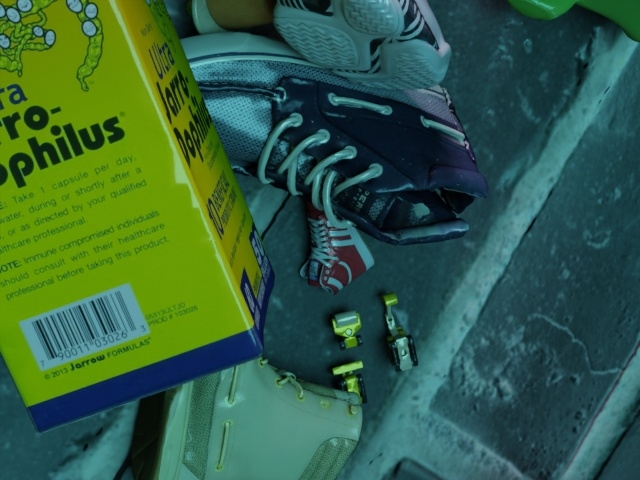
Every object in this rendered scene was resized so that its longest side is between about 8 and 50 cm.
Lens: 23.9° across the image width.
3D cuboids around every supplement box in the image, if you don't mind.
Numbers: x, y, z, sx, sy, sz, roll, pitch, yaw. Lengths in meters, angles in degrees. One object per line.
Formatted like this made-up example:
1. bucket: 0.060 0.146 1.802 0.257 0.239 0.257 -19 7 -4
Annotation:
1. supplement box: -0.189 -0.067 1.187 0.195 0.194 0.356 -20 106 7

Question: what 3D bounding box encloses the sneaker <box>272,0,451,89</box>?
1. sneaker: 0.016 -0.288 1.239 0.366 0.137 0.210 40 63 -42

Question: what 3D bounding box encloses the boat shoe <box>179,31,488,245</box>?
1. boat shoe: -0.005 -0.083 1.334 0.340 0.158 0.127 1 133 -27

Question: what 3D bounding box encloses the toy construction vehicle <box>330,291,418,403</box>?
1. toy construction vehicle: 0.048 0.107 1.500 0.086 0.035 0.098 -18 107 -11

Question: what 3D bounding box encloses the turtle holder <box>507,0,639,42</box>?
1. turtle holder: 0.304 -0.327 1.405 0.320 0.243 0.227 34 62 -26

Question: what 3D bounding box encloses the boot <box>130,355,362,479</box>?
1. boot: -0.051 0.121 1.413 0.203 0.095 0.262 11 99 -28

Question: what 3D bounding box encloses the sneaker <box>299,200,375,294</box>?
1. sneaker: 0.000 0.000 1.440 0.067 0.042 0.118 -42 119 -15

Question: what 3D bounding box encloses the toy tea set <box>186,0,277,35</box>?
1. toy tea set: -0.119 -0.332 1.284 0.200 0.124 0.336 -20 110 -53
